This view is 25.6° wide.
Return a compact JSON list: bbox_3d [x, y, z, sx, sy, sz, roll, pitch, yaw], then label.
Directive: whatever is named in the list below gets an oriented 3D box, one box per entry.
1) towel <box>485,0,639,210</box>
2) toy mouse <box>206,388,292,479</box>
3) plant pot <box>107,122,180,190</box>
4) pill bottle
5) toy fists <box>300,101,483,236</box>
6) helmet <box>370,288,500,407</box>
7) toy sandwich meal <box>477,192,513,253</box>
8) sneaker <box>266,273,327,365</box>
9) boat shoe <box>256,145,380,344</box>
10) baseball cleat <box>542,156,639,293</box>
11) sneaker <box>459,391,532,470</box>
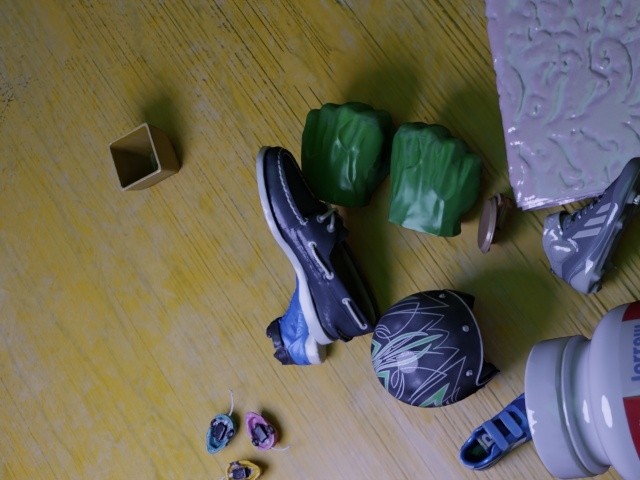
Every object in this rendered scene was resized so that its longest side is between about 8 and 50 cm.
[{"bbox_3d":[0.375,-0.228,1.813,0.317,0.053,0.332,-11,82,28],"label":"towel"},{"bbox_3d":[-0.113,0.288,2.068,0.161,0.031,0.143,-20,77,27],"label":"toy mouse"},{"bbox_3d":[-0.261,-0.123,2.151,0.081,0.083,0.081,-25,75,25],"label":"plant pot"},{"bbox_3d":[0.459,0.170,1.636,0.407,0.229,0.229,-13,80,28],"label":"pill bottle"},{"bbox_3d":[0.096,-0.109,1.940,0.279,0.096,0.142,20,112,30],"label":"toy fists"},{"bbox_3d":[0.148,0.142,1.853,0.169,0.161,0.169,-2,86,30],"label":"helmet"},{"bbox_3d":[0.233,-0.022,1.877,0.029,0.085,0.086,9,92,-5],"label":"toy sandwich meal"},{"bbox_3d":[-0.042,0.105,2.024,0.084,0.058,0.152,-7,89,21],"label":"sneaker"},{"bbox_3d":[0.000,0.000,1.939,0.091,0.114,0.303,-12,116,23],"label":"boat shoe"},{"bbox_3d":[0.341,-0.029,1.776,0.109,0.072,0.206,32,122,23],"label":"baseball cleat"},{"bbox_3d":[0.239,0.254,1.853,0.144,0.059,0.053,-48,64,17],"label":"sneaker"}]
